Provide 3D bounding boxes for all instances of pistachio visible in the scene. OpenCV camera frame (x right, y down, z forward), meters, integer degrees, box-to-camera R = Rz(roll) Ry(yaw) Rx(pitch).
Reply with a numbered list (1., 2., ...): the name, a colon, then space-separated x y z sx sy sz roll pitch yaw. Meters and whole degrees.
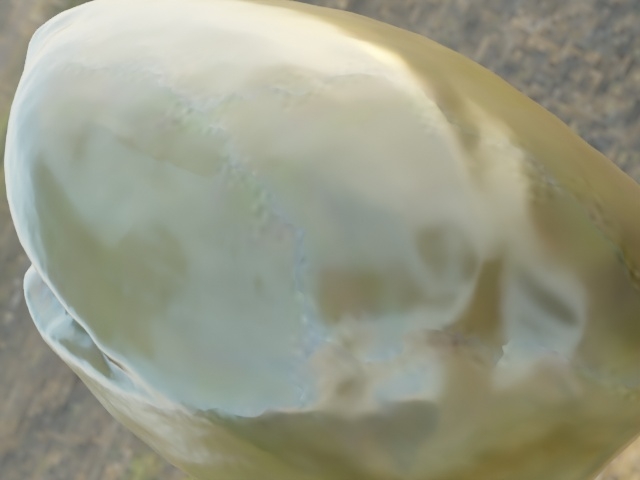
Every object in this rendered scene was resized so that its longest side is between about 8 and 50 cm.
1. pistachio: 0.000 0.000 0.635 0.181 0.162 0.293 -31 33 -31
